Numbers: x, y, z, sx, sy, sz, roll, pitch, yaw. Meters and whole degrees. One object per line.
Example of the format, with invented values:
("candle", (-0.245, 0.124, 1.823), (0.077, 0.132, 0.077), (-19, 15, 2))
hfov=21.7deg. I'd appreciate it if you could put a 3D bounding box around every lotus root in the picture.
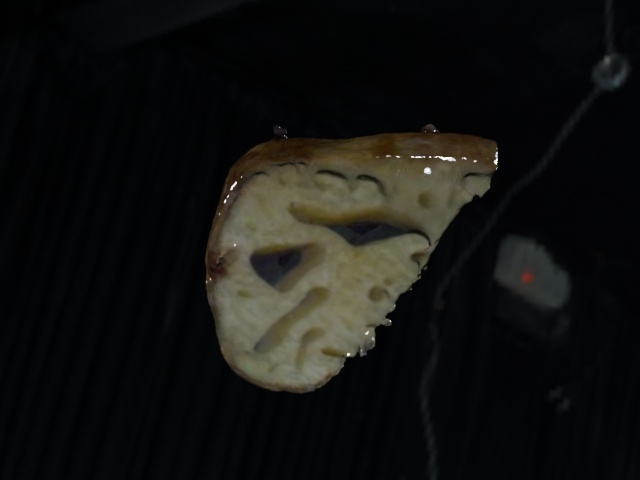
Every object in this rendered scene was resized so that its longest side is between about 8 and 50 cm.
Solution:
("lotus root", (0.000, 0.000, 1.260), (0.170, 0.074, 0.260), (27, -60, -6))
